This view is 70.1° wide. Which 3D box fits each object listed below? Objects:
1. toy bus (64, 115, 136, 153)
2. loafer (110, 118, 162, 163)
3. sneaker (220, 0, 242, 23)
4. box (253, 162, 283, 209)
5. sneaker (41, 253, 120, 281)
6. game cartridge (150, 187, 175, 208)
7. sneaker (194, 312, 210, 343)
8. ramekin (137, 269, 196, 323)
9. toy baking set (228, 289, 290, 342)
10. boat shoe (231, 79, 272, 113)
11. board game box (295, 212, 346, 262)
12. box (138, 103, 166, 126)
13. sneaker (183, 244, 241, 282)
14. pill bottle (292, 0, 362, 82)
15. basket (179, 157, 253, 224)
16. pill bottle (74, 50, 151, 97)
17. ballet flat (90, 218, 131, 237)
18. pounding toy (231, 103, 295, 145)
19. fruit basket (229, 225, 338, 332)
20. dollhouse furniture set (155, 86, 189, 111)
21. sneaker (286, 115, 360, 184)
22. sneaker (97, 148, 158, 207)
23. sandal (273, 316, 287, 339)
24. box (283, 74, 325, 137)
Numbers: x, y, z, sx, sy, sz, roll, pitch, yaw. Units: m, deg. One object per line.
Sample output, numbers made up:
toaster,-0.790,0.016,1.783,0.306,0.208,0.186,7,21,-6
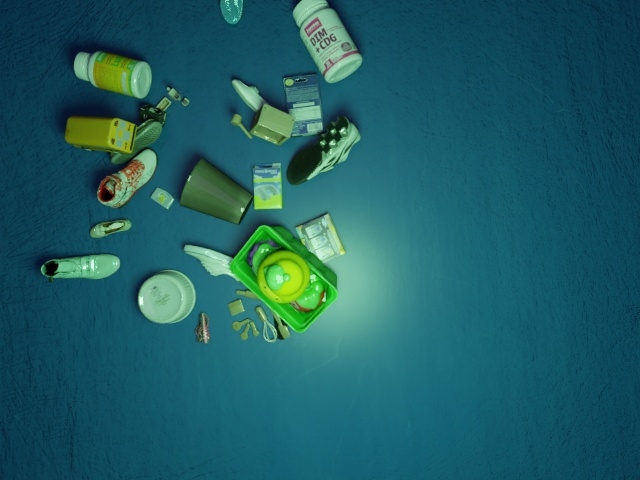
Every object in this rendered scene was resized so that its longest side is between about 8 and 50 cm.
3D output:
toy bus,-0.810,-0.385,1.659,0.333,0.130,0.108,11,92,30
loafer,-0.710,-0.388,1.722,0.251,0.094,0.087,-31,81,15
sneaker,-0.343,-0.952,1.744,0.087,0.092,0.228,-4,109,-2
box,-0.202,-0.210,1.757,0.109,0.042,0.178,-2,90,0
sneaker,-0.900,0.104,1.708,0.256,0.151,0.094,-8,88,-1
game cartridge,-0.613,-0.167,1.774,0.083,0.017,0.056,34,86,0
sneaker,-0.461,0.339,1.759,0.057,0.047,0.119,-4,88,12
ramekin,-0.587,0.217,1.725,0.207,0.109,0.207,0,90,1
toy baking set,-0.234,0.290,1.748,0.256,0.030,0.196,3,98,15
boat shoe,-0.260,-0.555,1.750,0.184,0.066,0.063,45,80,1
board game box,0.000,0.000,1.751,0.141,0.048,0.170,-23,90,-2
box,-0.643,-0.473,1.746,0.083,0.052,0.062,25,125,1
sneaker,-0.403,0.087,1.731,0.258,0.094,0.091,19,85,0
pill bottle,0.022,-0.752,1.699,0.160,0.160,0.283,-30,89,0
basket,-0.380,-0.164,1.708,0.227,0.154,0.204,29,108,-4
pill bottle,-0.782,-0.631,1.717,0.246,0.136,0.136,14,90,1
ballet flat,-0.817,-0.051,1.756,0.168,0.052,0.057,-16,90,1
pounding toy,-0.223,-0.443,1.704,0.206,0.181,0.094,20,80,-21
fruit basket,-0.129,0.135,1.572,0.392,0.392,0.283,42,115,1
dollhouse furniture set,-0.579,-0.526,1.742,0.091,0.081,0.114,41,90,1
sneaker,0.019,-0.310,1.721,0.330,0.146,0.122,-37,61,23
sneaker,-0.722,-0.237,1.710,0.090,0.145,0.270,38,90,1
sandal,-0.150,0.292,1.755,0.067,0.040,0.179,4,101,26
box,-0.063,-0.518,1.759,0.136,0.036,0.225,-7,91,0
